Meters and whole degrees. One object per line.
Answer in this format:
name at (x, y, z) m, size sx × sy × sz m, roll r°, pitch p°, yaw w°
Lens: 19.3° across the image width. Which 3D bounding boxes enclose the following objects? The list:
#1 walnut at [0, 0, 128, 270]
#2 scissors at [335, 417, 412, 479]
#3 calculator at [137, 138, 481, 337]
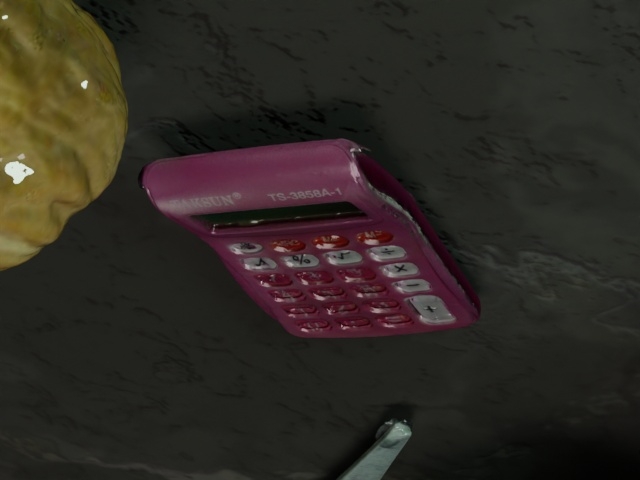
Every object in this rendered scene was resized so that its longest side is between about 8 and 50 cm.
walnut at (-0.179, -0.067, 0.844) m, size 0.184 × 0.155 × 0.155 m, roll 36°, pitch 141°, yaw -30°
scissors at (0.000, 0.196, 1.314) m, size 0.191 × 0.029 × 0.360 m, roll 14°, pitch 146°, yaw -12°
calculator at (0.000, 0.000, 1.001) m, size 0.127 × 0.034 × 0.190 m, roll -6°, pitch 149°, yaw 25°
